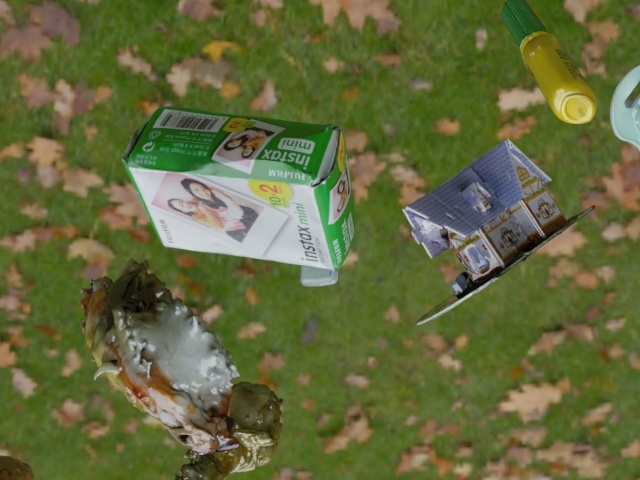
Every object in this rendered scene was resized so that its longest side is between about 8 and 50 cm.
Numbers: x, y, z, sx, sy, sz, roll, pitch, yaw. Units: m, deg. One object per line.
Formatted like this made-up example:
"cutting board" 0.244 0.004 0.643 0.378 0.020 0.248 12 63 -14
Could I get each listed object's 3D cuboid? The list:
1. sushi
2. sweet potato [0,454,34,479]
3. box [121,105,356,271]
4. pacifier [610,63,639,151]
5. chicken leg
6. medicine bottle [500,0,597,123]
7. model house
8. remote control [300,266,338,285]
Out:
"sushi" -0.139 0.083 0.986 0.097 0.226 0.103 21 101 -46
"sweet potato" -0.348 0.245 1.000 0.106 0.095 0.354 5 -172 31
"box" -0.086 -0.062 1.407 0.250 0.103 0.180 8 146 19
"pacifier" 0.402 -0.157 1.473 0.150 0.116 0.127 32 92 -24
"chicken leg" -0.112 0.263 1.559 0.103 0.228 0.088 25 123 7
"medicine bottle" 0.338 -0.279 1.835 0.064 0.261 0.095 -40 134 22
"model house" 0.128 -0.015 0.982 0.088 0.167 0.117 57 139 3
"remote control" 0.000 0.000 1.601 0.053 0.125 0.018 -6 159 20
